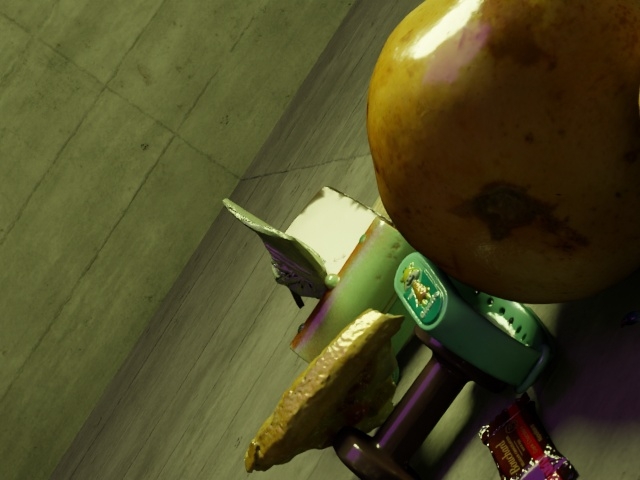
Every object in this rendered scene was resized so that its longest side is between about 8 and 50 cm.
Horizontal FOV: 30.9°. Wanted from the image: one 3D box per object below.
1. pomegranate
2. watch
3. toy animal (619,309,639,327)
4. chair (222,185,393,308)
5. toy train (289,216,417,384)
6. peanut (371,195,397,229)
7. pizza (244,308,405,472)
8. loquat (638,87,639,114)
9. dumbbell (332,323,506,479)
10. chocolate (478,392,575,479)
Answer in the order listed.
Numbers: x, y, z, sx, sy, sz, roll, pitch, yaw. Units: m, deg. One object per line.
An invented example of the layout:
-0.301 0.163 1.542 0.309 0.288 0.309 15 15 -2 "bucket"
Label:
0.256 -0.140 1.321 0.417 0.416 0.417 -49 17 21 "pomegranate"
0.190 0.095 1.404 0.068 0.195 0.237 -58 27 13 "watch"
0.397 0.050 1.174 0.217 0.041 0.075 -38 21 35 "toy animal"
0.000 0.000 1.801 0.186 0.319 0.160 -45 52 -14 "chair"
0.079 0.100 1.738 0.285 0.177 0.116 -56 17 5 "toy train"
0.119 -0.038 2.064 0.207 0.087 0.087 -47 18 24 "peanut"
0.051 0.212 1.566 0.280 0.075 0.287 -52 -28 9 "pizza"
0.425 -0.138 1.041 0.275 0.274 0.275 -49 17 21 "loquat"
0.126 0.214 1.466 0.225 0.124 0.140 -54 17 2 "dumbbell"
0.229 0.238 1.300 0.086 0.028 0.182 -45 18 8 "chocolate"
